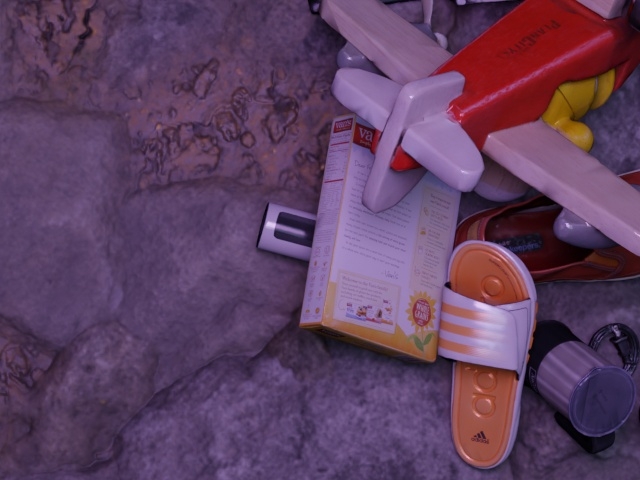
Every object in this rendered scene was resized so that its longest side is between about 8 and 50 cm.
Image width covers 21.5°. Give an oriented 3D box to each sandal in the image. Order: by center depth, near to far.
[{"bbox_3d":[0.177,0.134,1.833,0.102,0.076,0.265,5,106,23],"label":"sandal"}]

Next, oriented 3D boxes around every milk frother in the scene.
[{"bbox_3d":[0.310,0.147,1.865,0.143,0.135,0.129,-38,120,-6],"label":"milk frother"}]

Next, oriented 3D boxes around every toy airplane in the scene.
[{"bbox_3d":[0.185,-0.127,1.760,0.384,0.272,0.386,2,51,0],"label":"toy airplane"}]

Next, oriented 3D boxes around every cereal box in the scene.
[{"bbox_3d":[0.070,-0.001,1.837,0.173,0.047,0.240,21,72,-37],"label":"cereal box"}]

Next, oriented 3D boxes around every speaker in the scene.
[{"bbox_3d":[0.000,0.000,1.885,0.136,0.055,0.055,16,83,-5],"label":"speaker"}]

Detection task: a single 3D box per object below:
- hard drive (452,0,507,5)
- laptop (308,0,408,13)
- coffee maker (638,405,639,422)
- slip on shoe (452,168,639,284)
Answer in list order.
[{"bbox_3d":[0.253,-0.441,1.880,0.236,0.064,0.339,-6,109,-12],"label":"hard drive"},{"bbox_3d":[0.087,-0.411,1.896,0.234,0.136,0.264,-9,85,-7],"label":"laptop"},{"bbox_3d":[0.448,0.221,1.882,0.178,0.120,0.171,31,82,-2],"label":"coffee maker"},{"bbox_3d":[0.311,-0.014,1.900,0.331,0.101,0.123,-10,84,-9],"label":"slip on shoe"}]
